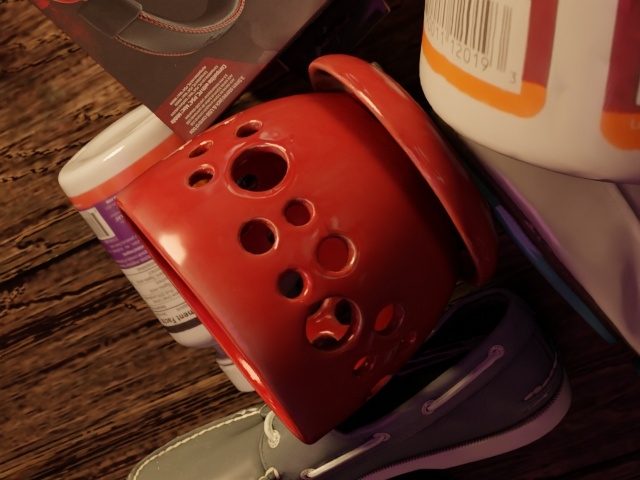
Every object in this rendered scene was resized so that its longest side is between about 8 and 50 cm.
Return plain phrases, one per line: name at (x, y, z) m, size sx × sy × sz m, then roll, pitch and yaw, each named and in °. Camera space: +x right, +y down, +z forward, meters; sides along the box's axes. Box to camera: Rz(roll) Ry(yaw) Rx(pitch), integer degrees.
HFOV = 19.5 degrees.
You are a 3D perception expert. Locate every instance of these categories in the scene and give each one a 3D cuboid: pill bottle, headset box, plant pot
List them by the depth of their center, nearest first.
pill bottle at (0.178, -0.248, 0.983) m, size 0.224 × 0.224 × 0.392 m, roll 11°, pitch 119°, yaw 11°
plant pot at (0.000, 0.000, 1.117) m, size 0.174 × 0.191 × 0.191 m, roll -36°, pitch 105°, yaw -8°
headset box at (-0.085, -0.219, 1.139) m, size 0.293 × 0.110 × 0.218 m, roll 43°, pitch 119°, yaw -8°
pill bottle at (-0.078, 0.004, 1.253) m, size 0.108 × 0.108 × 0.193 m, roll -28°, pitch 106°, yaw 26°

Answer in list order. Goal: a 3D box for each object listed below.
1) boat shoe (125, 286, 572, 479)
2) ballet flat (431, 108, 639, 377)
boat shoe at (0.005, 0.115, 1.253) m, size 0.319 × 0.116 × 0.099 m, roll -19°, pitch 128°, yaw 6°
ballet flat at (0.229, 0.036, 1.183) m, size 0.139 × 0.139 × 0.400 m, roll -33°, pitch 103°, yaw 28°
